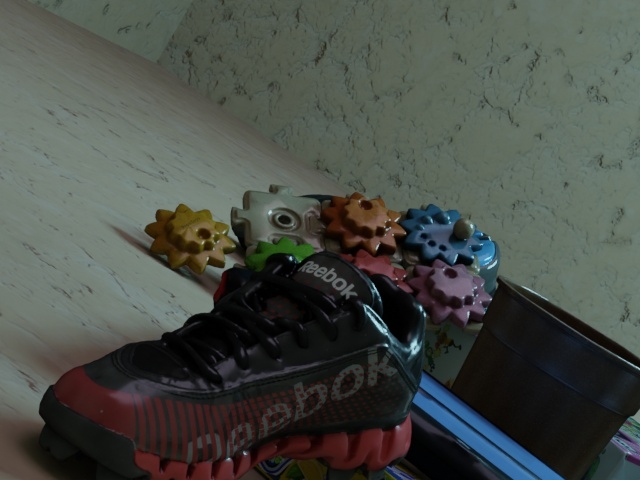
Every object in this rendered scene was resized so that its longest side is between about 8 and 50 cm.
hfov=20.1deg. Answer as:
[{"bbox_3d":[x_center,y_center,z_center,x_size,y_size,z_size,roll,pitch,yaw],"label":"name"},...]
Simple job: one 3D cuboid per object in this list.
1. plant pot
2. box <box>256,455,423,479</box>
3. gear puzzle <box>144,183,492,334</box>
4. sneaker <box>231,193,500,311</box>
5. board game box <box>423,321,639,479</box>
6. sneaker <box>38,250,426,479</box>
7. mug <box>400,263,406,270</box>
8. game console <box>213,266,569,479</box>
[{"bbox_3d":[0.177,0.141,1.528,0.167,0.165,0.167,32,6,-4],"label":"plant pot"},{"bbox_3d":[0.027,0.159,1.133,0.169,0.054,0.059,35,6,40],"label":"box"},{"bbox_3d":[0.000,0.000,1.738,0.339,0.044,0.175,7,43,-12],"label":"gear puzzle"},{"bbox_3d":[0.041,0.041,2.016,0.341,0.139,0.125,16,31,35],"label":"sneaker"},{"bbox_3d":[0.237,0.195,1.743,0.224,0.097,0.303,27,6,-41],"label":"board game box"},{"bbox_3d":[-0.037,0.068,1.005,0.276,0.135,0.098,1,26,-48],"label":"sneaker"},{"bbox_3d":[0.069,0.073,1.853,0.129,0.097,0.157,38,-27,56],"label":"mug"},{"bbox_3d":[0.104,0.149,1.294,0.386,0.060,0.342,37,-2,9],"label":"game console"}]
